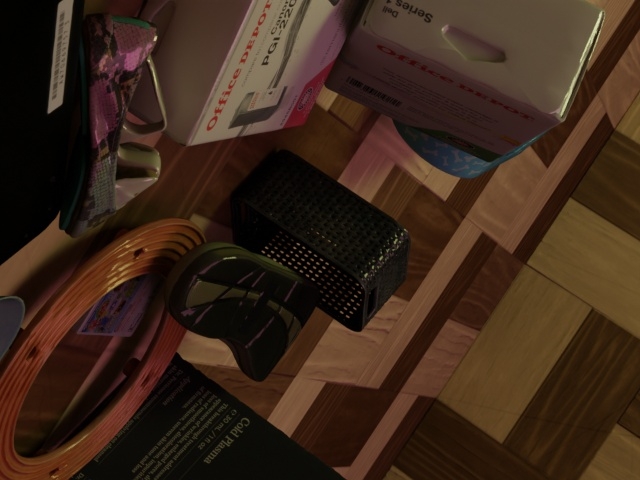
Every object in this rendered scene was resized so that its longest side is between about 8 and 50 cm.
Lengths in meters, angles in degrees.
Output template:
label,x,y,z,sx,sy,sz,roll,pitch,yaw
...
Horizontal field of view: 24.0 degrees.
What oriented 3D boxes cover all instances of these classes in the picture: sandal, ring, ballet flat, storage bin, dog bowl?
label,x,y,z,sx,sy,sz,roll,pitch,yaw
sandal,-0.085,0.057,1.540,0.120,0.086,0.303,-53,153,-6
ring,-0.226,0.116,1.446,0.336,0.032,0.337,-47,160,-23
ballet flat,-0.163,-0.085,1.198,0.077,0.079,0.222,-103,-160,-46
storage bin,0.000,0.000,1.621,0.084,0.180,0.122,-48,161,-25
dog bowl,0.193,-0.164,1.888,0.074,0.166,0.297,-52,167,30

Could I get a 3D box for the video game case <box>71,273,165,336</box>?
label,x,y,z,sx,sy,sz,roll,pitch,yaw
video game case,-0.195,0.056,1.490,0.087,0.011,0.122,-57,163,6

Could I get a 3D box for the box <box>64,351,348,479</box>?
label,x,y,z,sx,sy,sz,roll,pitch,yaw
box,-0.158,0.348,1.608,0.343,0.312,0.179,-46,160,-27

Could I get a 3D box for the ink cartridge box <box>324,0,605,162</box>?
label,x,y,z,sx,sy,sz,roll,pitch,yaw
ink cartridge box,0.129,-0.182,1.445,0.278,0.201,0.117,145,-31,-82

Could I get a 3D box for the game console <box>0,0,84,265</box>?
label,x,y,z,sx,sy,sz,roll,pitch,yaw
game console,-0.280,-0.073,0.990,0.342,0.060,0.387,-46,161,-42

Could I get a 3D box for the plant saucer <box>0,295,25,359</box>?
label,x,y,z,sx,sy,sz,roll,pitch,yaw
plant saucer,-0.316,0.105,1.185,0.195,0.037,0.195,-46,172,-9

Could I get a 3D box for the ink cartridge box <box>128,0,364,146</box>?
label,x,y,z,sx,sy,sz,roll,pitch,yaw
ink cartridge box,-0.064,-0.176,1.292,0.218,0.092,0.159,-16,137,-61
